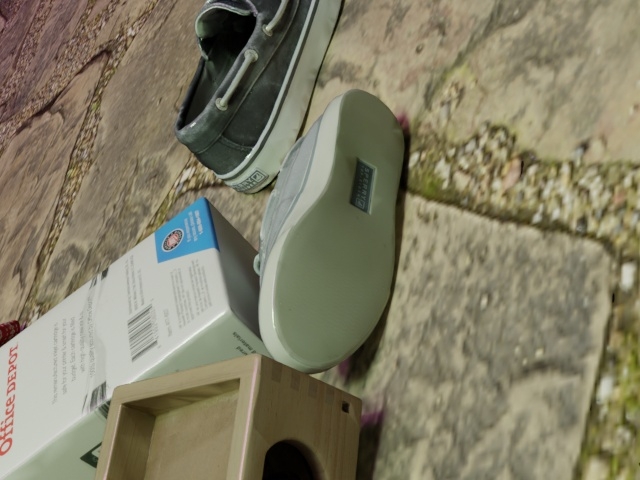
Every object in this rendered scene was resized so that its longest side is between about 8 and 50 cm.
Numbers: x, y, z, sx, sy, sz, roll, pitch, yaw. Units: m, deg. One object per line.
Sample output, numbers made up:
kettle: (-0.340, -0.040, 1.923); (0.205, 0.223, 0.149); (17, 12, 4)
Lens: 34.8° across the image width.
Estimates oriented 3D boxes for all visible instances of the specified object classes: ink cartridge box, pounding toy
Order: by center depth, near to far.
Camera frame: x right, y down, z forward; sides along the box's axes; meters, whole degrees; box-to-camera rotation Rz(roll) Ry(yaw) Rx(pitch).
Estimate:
pounding toy: (-0.037, 0.173, 0.522); (0.181, 0.094, 0.206); (-18, 54, 40)
ink cartridge box: (-0.126, 0.087, 0.704); (0.203, 0.086, 0.148); (-36, 33, 10)

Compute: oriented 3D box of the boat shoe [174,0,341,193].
boat shoe: (-0.061, -0.184, 0.909); (0.108, 0.102, 0.301); (-23, 42, 43)

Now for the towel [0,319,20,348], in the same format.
towel: (-0.406, 0.169, 0.981); (0.199, 0.031, 0.275); (-50, -3, 9)

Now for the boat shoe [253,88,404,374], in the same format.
boat shoe: (-0.001, -0.001, 0.669); (0.081, 0.079, 0.227); (-38, 27, 44)
